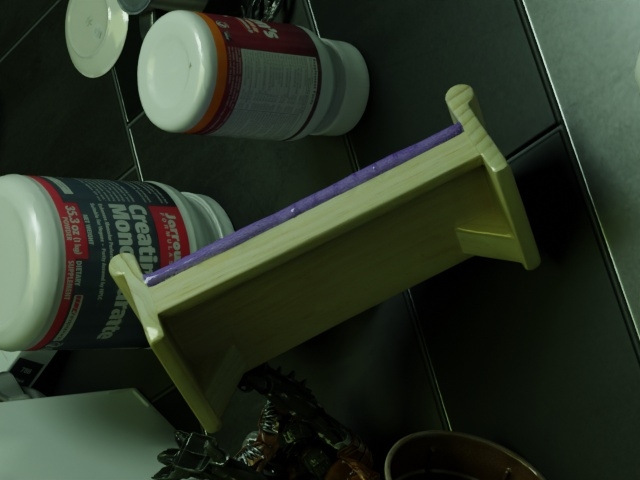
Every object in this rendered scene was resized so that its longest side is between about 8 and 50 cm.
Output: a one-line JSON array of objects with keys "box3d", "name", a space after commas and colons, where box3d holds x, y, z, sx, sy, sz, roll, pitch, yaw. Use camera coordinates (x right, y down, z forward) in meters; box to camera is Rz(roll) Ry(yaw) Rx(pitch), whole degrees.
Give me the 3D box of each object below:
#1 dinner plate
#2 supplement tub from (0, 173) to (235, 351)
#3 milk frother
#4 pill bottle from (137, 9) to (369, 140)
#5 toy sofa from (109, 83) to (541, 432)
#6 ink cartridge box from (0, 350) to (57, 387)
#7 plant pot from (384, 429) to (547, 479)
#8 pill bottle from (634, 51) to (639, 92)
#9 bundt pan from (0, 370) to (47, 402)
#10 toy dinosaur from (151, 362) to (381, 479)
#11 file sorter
[{"box3d": [-0.287, -0.276, 2.143, 0.141, 0.017, 0.141, 0, 90, 48], "name": "dinner plate"}, {"box3d": [-0.246, 0.026, 1.889, 0.191, 0.272, 0.191, -2, 88, 49], "name": "supplement tub"}, {"box3d": [-0.129, -0.276, 1.870, 0.143, 0.134, 0.129, -30, 67, 44], "name": "milk frother"}, {"box3d": [-0.065, -0.163, 1.725, 0.121, 0.221, 0.121, -2, 88, 49], "name": "pill bottle"}, {"box3d": [0.000, 0.000, 1.549, 0.362, 0.150, 0.177, -26, 47, 0], "name": "toy sofa"}, {"box3d": [-0.410, 0.111, 2.195, 0.333, 0.065, 0.165, -53, 50, 13], "name": "ink cartridge box"}, {"box3d": [0.116, 0.290, 1.561, 0.167, 0.167, 0.165, 44, 128, 40], "name": "plant pot"}, {"box3d": [0.372, -0.034, 1.253, 0.176, 0.176, 0.319, -43, 58, 39], "name": "pill bottle"}, {"box3d": [-0.448, 0.293, 2.103, 0.331, 0.330, 0.124, -70, 27, 20], "name": "bundt pan"}, {"box3d": [-0.018, 0.205, 1.662, 0.322, 0.218, 0.164, -31, 30, 55], "name": "toy dinosaur"}, {"box3d": [-0.298, 0.300, 1.945, 0.193, 0.277, 0.173, 39, 122, 42], "name": "file sorter"}]
